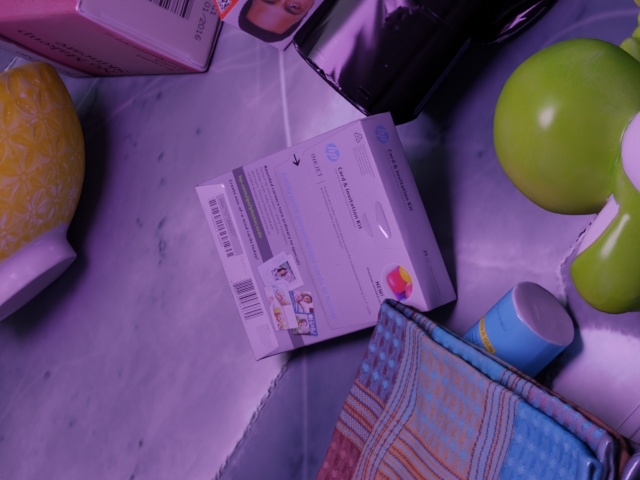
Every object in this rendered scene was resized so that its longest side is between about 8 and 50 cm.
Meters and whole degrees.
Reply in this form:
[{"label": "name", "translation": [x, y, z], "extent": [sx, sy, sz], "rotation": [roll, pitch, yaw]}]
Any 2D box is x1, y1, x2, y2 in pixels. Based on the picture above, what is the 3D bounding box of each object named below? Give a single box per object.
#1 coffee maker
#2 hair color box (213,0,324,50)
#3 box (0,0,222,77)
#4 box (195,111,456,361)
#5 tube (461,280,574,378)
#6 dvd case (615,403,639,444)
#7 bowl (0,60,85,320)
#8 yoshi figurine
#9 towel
[{"label": "coffee maker", "translation": [0.065, -0.183, 1.418], "extent": [0.178, 0.171, 0.120], "rotation": [-52, 56, 21]}, {"label": "hair color box", "translation": [-0.019, -0.231, 1.627], "extent": [0.141, 0.072, 0.043], "rotation": [-48, 41, 25]}, {"label": "box", "translation": [-0.207, -0.232, 1.792], "extent": [0.232, 0.148, 0.127], "rotation": [3, 75, 52]}, {"label": "box", "translation": [0.000, 0.000, 1.450], "extent": [0.186, 0.038, 0.145], "rotation": [-20, 90, 45]}, {"label": "tube", "translation": [0.089, 0.110, 1.340], "extent": [0.207, 0.052, 0.080], "rotation": [-48, 30, 33]}, {"label": "dvd case", "translation": [0.255, 0.161, 1.119], "extent": [0.179, 0.029, 0.239], "rotation": [-51, 39, 20]}, {"label": "bowl", "translation": [-0.310, -0.013, 1.770], "extent": [0.289, 0.289, 0.156], "rotation": [-41, 86, 30]}, {"label": "yoshi figurine", "translation": [0.227, -0.135, 1.188], "extent": [0.362, 0.203, 0.203], "rotation": [-59, 30, 12]}, {"label": "towel", "translation": [0.062, 0.198, 1.219], "extent": [0.271, 0.040, 0.370], "rotation": [-68, 22, 5]}]
